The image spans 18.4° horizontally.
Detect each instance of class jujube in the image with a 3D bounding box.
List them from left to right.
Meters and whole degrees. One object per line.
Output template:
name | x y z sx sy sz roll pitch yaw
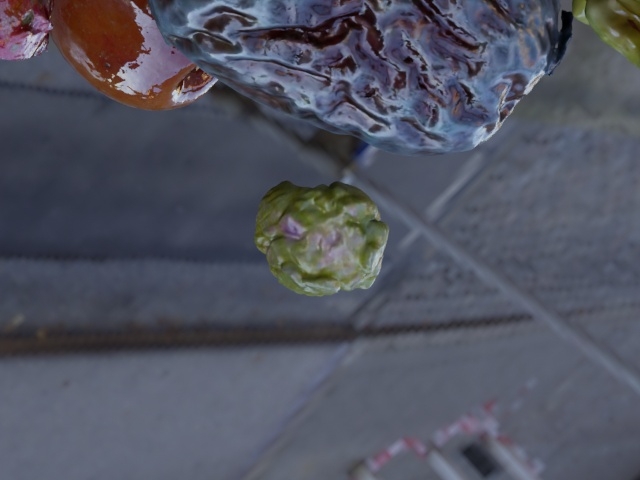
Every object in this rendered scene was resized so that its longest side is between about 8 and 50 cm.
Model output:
jujube | 0.025 -0.193 1.484 0.226 0.317 0.226 -60 -164 29

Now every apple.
apple | -0.163 -0.242 1.926 0.218 0.201 0.218 -39 169 -9

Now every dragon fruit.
dragon fruit | -0.261 -0.225 1.537 0.153 0.153 0.111 -4 132 -56

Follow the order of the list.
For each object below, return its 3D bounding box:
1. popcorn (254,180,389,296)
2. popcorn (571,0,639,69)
popcorn | -0.002 -0.001 1.604 0.089 0.109 0.097 86 22 -77
popcorn | 0.226 -0.205 1.199 0.259 0.212 0.259 -36 139 -39
